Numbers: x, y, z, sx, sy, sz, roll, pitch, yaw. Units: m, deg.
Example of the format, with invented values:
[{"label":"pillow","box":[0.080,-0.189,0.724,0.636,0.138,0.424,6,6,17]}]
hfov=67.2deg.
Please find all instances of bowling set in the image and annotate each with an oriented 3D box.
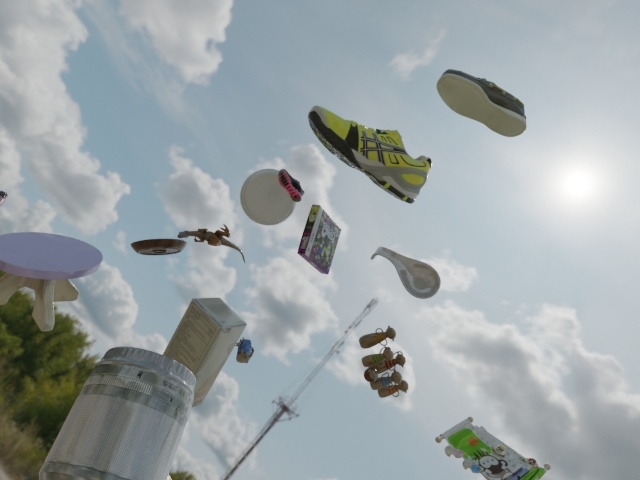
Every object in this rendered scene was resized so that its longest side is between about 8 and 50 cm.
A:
[{"label":"bowling set","box":[0.254,0.496,1.853,0.154,0.200,0.287,-21,-87,11]}]

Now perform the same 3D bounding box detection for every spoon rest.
[{"label":"spoon rest","box":[0.312,0.109,1.770,0.276,0.137,0.084,33,-20,17]}]

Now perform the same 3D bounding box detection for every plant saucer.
[{"label":"plant saucer","box":[-0.496,0.023,1.487,0.168,0.168,0.029,-19,-105,54]}]

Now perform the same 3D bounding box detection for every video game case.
[{"label":"video game case","box":[0.000,0.000,1.927,0.041,0.210,0.232,8,-20,28]}]

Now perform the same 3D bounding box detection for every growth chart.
[{"label":"growth chart","box":[0.414,0.523,1.173,0.237,0.172,0.021,27,-61,36]}]

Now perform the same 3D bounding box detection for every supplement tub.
[{"label":"supplement tub","box":[-0.217,-0.178,1.986,0.228,0.228,0.316,54,-6,-10]}]

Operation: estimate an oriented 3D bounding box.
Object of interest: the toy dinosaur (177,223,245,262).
[{"label":"toy dinosaur","box":[-0.276,-0.003,1.311,0.211,0.064,0.112,21,-16,-23]}]

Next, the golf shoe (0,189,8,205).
[{"label":"golf shoe","box":[-0.935,-0.098,1.334,0.067,0.086,0.186,24,12,-16]}]

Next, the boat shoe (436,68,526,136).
[{"label":"boat shoe","box":[0.467,-0.408,1.391,0.305,0.091,0.109,25,-29,-16]}]

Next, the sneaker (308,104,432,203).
[{"label":"sneaker","box":[0.136,-0.261,1.338,0.384,0.147,0.145,34,5,-15]}]

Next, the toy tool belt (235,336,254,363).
[{"label":"toy tool belt","box":[-0.210,0.297,1.344,0.052,0.083,0.051,3,-54,0]}]

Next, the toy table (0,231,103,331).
[{"label":"toy table","box":[-0.720,0.092,1.236,0.252,0.274,0.161,45,-69,40]}]

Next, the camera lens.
[{"label":"camera lens","box":[-0.385,0.377,0.944,0.219,0.274,0.219,8,-38,6]}]

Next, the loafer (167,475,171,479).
[{"label":"loafer","box":[-0.510,0.597,1.216,0.302,0.095,0.109,47,6,-39]}]

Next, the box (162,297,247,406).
[{"label":"box","box":[-0.366,0.334,1.433,0.148,0.121,0.311,39,-75,27]}]

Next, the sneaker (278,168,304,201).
[{"label":"sneaker","box":[-0.091,-0.183,1.553,0.047,0.057,0.119,-14,-63,41]}]
